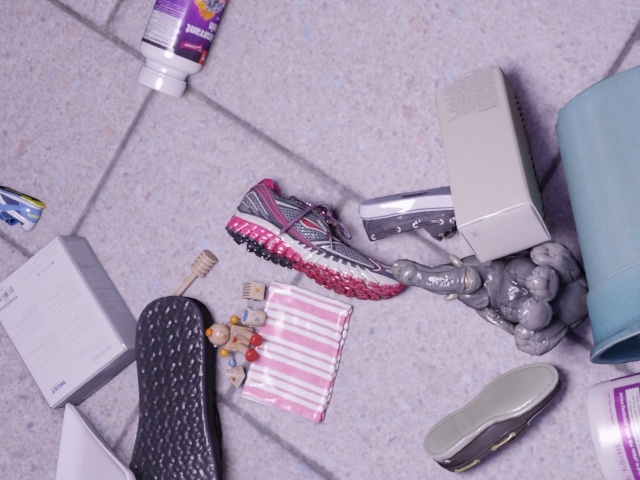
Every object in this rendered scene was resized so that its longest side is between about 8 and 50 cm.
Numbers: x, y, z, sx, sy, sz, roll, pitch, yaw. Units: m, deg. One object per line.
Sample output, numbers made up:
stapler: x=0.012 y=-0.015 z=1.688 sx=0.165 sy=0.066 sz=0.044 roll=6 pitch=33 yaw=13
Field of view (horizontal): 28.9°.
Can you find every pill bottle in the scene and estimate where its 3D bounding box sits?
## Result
pill bottle: x=-0.230 y=-0.335 z=2.020 sx=0.108 sy=0.108 sz=0.194 roll=24 pitch=97 yaw=20
pill bottle: x=0.526 y=0.241 z=1.673 sx=0.301 sy=0.169 sz=0.169 roll=-17 pitch=82 yaw=20

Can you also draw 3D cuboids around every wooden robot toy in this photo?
wooden robot toy: x=-0.140 y=0.146 z=1.969 sx=0.076 sy=0.079 sz=0.173 roll=24 pitch=99 yaw=60

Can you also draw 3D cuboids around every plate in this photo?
plate: x=-0.360 y=0.437 z=1.996 sx=0.277 sy=0.045 sz=0.278 roll=32 pitch=117 yaw=54

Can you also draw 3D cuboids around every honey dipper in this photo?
honey dipper: x=-0.230 y=0.082 z=2.049 sx=0.030 sy=0.030 sz=0.161 roll=47 pitch=108 yaw=16

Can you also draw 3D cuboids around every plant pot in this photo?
plant pot: x=0.477 y=-0.045 z=1.637 sx=0.341 sy=0.341 sz=0.334 roll=-19 pitch=73 yaw=19

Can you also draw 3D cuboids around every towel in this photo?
towel: x=-0.039 y=0.175 z=1.969 sx=0.144 sy=0.029 sz=0.197 roll=16 pitch=94 yaw=20

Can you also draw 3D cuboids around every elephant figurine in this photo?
elephant figurine: x=0.260 y=0.061 z=1.801 sx=0.239 sy=0.186 sz=0.169 roll=12 pitch=56 yaw=46

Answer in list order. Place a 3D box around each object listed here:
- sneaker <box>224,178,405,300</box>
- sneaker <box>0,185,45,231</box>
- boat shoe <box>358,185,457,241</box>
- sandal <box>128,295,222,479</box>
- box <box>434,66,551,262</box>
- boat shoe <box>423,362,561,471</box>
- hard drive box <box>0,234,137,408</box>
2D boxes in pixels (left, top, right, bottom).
sneaker: x=0.000 y=0.000 z=1.917 sx=0.299 sy=0.121 sz=0.112 roll=26 pitch=77 yaw=15
sneaker: x=-0.550 y=-0.061 z=2.164 sx=0.144 sy=0.053 sz=0.059 roll=22 pitch=98 yaw=22
boat shoe: x=0.170 y=-0.035 z=1.876 sx=0.228 sy=0.080 sz=0.076 roll=-7 pitch=103 yaw=18
sandal: x=-0.218 y=0.314 z=2.001 sx=0.167 sy=0.107 sz=0.446 roll=-1 pitch=80 yaw=23
box: x=0.242 y=-0.111 z=1.765 sx=0.113 sy=0.094 sz=0.275 roll=-19 pitch=47 yaw=19
boat shoe: x=0.261 y=0.262 z=1.832 sx=0.227 sy=0.069 sz=0.081 roll=-34 pitch=37 yaw=13
hard drive box: x=-0.424 y=0.136 z=2.087 sx=0.181 sy=0.089 sz=0.232 roll=-37 pitch=75 yaw=16
